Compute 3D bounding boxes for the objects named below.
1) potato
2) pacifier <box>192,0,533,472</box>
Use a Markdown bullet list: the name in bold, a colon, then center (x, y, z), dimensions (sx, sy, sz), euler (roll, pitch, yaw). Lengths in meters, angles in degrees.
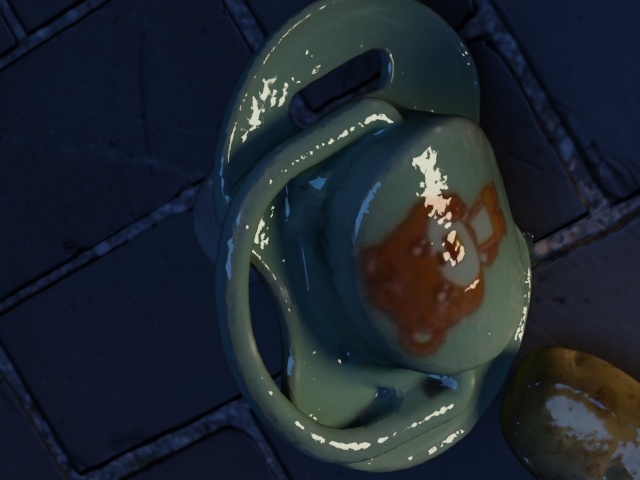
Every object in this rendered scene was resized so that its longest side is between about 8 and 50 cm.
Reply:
- **potato**: center (0.207, 0.149, 1.300), dimensions (0.170, 0.080, 0.107), euler (34, 110, 2)
- **pacifier**: center (0.000, 0.000, 1.259), dimensions (0.269, 0.288, 0.343), euler (5, 119, 50)
